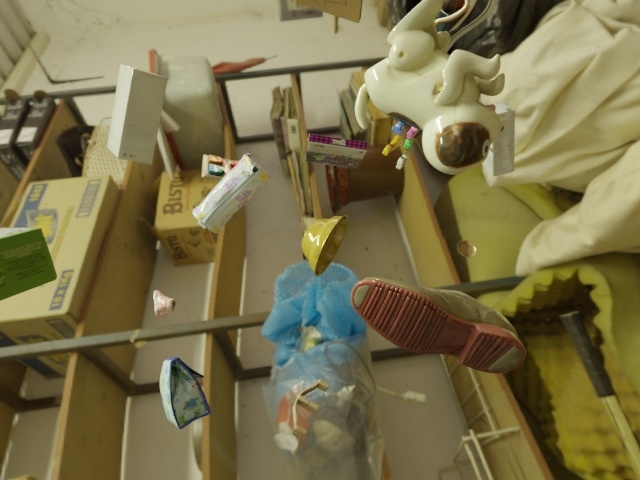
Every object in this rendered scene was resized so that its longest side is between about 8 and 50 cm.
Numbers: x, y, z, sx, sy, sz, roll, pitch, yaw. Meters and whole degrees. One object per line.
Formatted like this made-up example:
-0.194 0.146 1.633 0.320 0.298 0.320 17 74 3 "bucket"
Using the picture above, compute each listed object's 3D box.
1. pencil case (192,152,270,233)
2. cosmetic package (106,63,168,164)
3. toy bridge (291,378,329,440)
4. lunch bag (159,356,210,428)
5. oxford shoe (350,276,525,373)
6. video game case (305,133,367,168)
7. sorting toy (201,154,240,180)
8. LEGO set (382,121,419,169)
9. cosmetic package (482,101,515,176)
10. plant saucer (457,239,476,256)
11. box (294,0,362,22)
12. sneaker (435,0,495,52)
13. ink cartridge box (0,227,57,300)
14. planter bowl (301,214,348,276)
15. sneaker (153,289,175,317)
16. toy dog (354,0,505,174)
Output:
-0.286 -0.149 1.354 0.113 0.273 0.124 43 -175 -29 "pencil case"
-0.815 -0.558 1.853 0.217 0.156 0.385 35 112 44 "cosmetic package"
-0.034 0.429 1.099 0.188 0.063 0.026 -50 -19 -58 "toy bridge"
-0.332 0.351 0.994 0.129 0.096 0.151 -30 82 56 "lunch bag"
0.226 0.150 0.843 0.130 0.348 0.123 -69 4 -60 "oxford shoe"
0.058 -0.356 1.695 0.210 0.232 0.042 114 164 -78 "video game case"
-0.369 -0.285 1.663 0.208 0.193 0.038 -110 35 -54 "sorting toy"
0.281 -0.345 1.511 0.087 0.093 0.227 35 153 15 "LEGO set"
0.629 -0.359 1.491 0.117 0.085 0.231 -94 -12 -59 "cosmetic package"
0.612 0.038 1.755 0.015 0.083 0.083 98 165 -57 "plant saucer"
0.019 -0.677 1.135 0.164 0.201 0.021 81 -152 -82 "box"
0.378 -0.678 1.326 0.321 0.127 0.126 -33 51 51 "sneaker"
-0.607 0.046 0.686 0.189 0.255 0.097 -32 -60 -57 "ink cartridge box"
0.000 0.000 1.348 0.217 0.090 0.217 -56 -17 -27 "planter bowl"
-0.547 0.217 1.475 0.134 0.070 0.051 -129 30 -55 "sneaker"
0.319 -0.375 1.152 0.408 0.395 0.284 58 -170 13 "toy dog"
